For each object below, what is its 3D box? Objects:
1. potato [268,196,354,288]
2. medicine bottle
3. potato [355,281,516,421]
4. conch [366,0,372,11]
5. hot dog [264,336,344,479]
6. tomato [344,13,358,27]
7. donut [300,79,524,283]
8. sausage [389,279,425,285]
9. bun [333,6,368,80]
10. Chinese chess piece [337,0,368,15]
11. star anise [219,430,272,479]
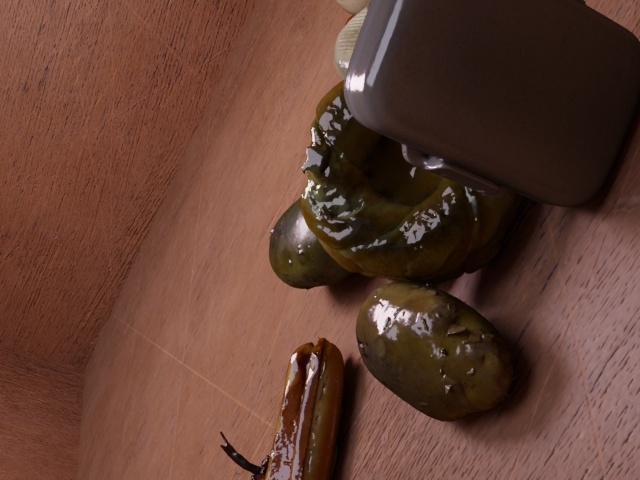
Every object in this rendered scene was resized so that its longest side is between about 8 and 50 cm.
[{"bbox_3d":[0.000,0.000,1.820,0.307,0.173,0.210,-30,45,62],"label":"potato"},{"bbox_3d":[0.226,-0.204,1.158,0.282,0.375,0.123,-69,24,3],"label":"medicine bottle"},{"bbox_3d":[0.153,0.157,1.301,0.296,0.141,0.192,7,116,57],"label":"potato"},{"bbox_3d":[0.177,-0.452,1.700,0.324,0.186,0.263,-37,28,7],"label":"conch"},{"bbox_3d":[-0.015,0.328,1.649,0.135,0.100,0.338,-23,50,51],"label":"hot dog"},{"bbox_3d":[0.095,-0.495,2.182,0.087,0.087,0.075,-51,25,40],"label":"tomato"},{"bbox_3d":[0.131,-0.098,1.394,0.361,0.360,0.170,-69,-22,0],"label":"donut"},{"bbox_3d":[0.214,-0.109,1.499,0.094,0.094,0.419,-72,6,-81],"label":"sausage"},{"bbox_3d":[0.137,-0.388,1.889,0.222,0.127,0.222,-17,50,21],"label":"bun"},{"bbox_3d":[0.135,-0.667,2.222,0.273,0.102,0.273,-49,30,42],"label":"Chinese chess piece"},{"bbox_3d":[-0.129,0.439,1.724,0.158,0.144,0.141,71,-153,-57],"label":"star anise"}]
